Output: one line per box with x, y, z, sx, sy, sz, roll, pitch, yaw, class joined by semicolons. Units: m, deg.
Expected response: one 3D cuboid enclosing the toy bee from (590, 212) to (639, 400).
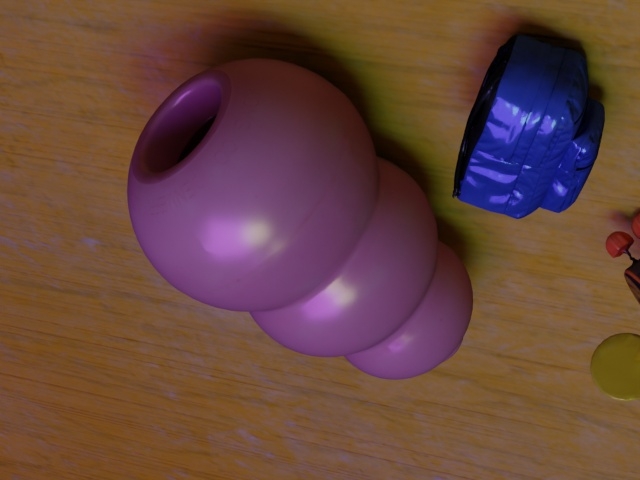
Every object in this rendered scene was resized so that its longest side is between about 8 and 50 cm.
0.281;0.055;1.383;0.162;0.195;0.298;53;156;4;toy bee

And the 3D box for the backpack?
0.161;-0.089;1.331;0.101;0.098;0.120;14;132;3;backpack

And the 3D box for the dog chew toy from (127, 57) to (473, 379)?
0.000;0.000;1.473;0.206;0.206;0.332;-14;137;44;dog chew toy
